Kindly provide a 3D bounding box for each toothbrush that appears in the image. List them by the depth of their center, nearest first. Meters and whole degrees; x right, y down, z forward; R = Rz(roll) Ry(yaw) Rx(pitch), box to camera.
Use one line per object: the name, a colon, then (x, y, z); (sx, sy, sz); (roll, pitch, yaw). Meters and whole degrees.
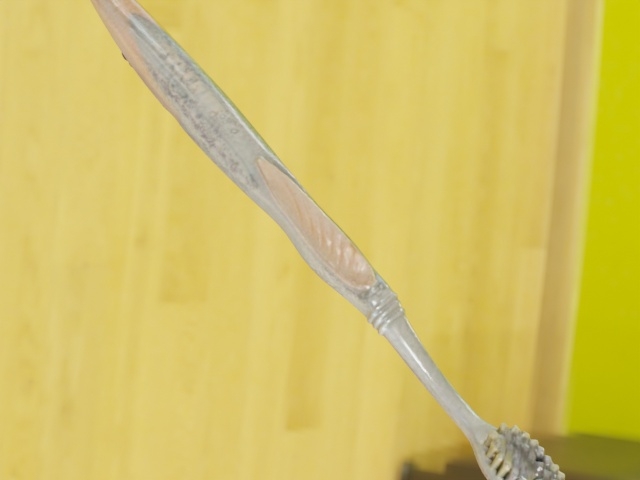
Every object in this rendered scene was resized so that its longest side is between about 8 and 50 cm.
toothbrush: (0.000, 0.000, 0.986); (0.028, 0.375, 0.037); (-37, 168, -20)
